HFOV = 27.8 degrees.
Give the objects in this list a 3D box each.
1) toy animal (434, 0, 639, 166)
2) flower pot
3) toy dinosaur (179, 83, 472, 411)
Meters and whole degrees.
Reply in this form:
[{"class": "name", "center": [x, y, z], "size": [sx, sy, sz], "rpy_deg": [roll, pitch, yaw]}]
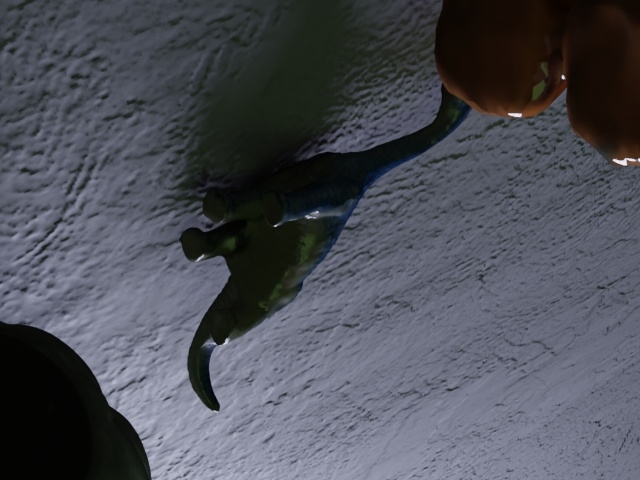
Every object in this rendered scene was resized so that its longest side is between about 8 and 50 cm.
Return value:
[{"class": "toy animal", "center": [0.248, -0.155, 0.786], "size": [0.338, 0.216, 0.191], "rpy_deg": [-10, 112, -37]}, {"class": "flower pot", "center": [-0.214, 0.165, 0.730], "size": [0.246, 0.246, 0.195], "rpy_deg": [-17, 148, -26]}, {"class": "toy dinosaur", "center": [0.000, 0.000, 0.868], "size": [0.188, 0.075, 0.248], "rpy_deg": [-12, 134, -42]}]
